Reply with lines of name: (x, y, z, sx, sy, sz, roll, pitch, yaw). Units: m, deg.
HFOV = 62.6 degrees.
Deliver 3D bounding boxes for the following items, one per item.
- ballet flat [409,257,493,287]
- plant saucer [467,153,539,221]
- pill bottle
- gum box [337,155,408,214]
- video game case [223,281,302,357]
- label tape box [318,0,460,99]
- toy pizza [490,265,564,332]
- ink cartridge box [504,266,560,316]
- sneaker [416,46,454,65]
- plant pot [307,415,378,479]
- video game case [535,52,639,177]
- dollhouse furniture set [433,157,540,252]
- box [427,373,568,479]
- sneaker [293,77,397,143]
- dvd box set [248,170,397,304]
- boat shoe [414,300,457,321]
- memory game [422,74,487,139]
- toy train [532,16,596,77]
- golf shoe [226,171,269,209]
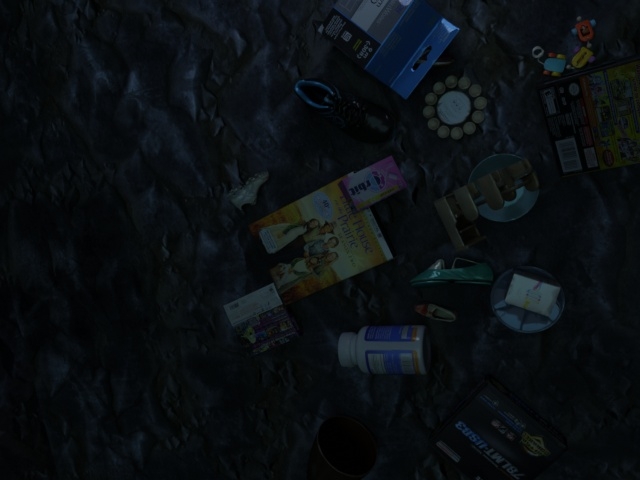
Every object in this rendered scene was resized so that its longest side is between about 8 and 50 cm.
ballet flat: (0.395, 0.097, 1.595, 0.248, 0.083, 0.087, -4, 73, 21)
plant saucer: (0.526, -0.152, 1.519, 0.195, 0.037, 0.194, 3, 99, 20)
pill bottle: (0.200, 0.344, 1.658, 0.272, 0.152, 0.152, -4, 97, 22)
gum box: (0.162, -0.170, 1.598, 0.188, 0.062, 0.107, -28, 89, -13)
video game case: (-0.206, 0.280, 1.860, 0.232, 0.042, 0.210, -26, 88, 22)
label tape box: (0.185, -0.602, 1.498, 0.333, 0.106, 0.240, 48, 112, 26)
toy pizza: (0.604, 0.171, 1.542, 0.201, 0.032, 0.201, 4, 101, 20)
ink cartridge box: (0.599, 0.145, 1.472, 0.143, 0.092, 0.089, 18, 104, 16)
sneaker: (0.298, -0.553, 1.527, 0.186, 0.069, 0.083, 12, 107, 18)
plant pot: (0.046, 0.748, 1.765, 0.215, 0.215, 0.230, 34, 122, 13)
video game case: (0.711, -0.307, 1.342, 0.248, 0.035, 0.274, -9, 120, 36)
dollhouse furniture set: (0.456, -0.087, 1.429, 0.242, 0.212, 0.160, -28, 86, 49)
box: (0.536, 0.614, 1.617, 0.295, 0.073, 0.293, 40, 109, 11)
sneaker: (0.068, -0.391, 1.602, 0.341, 0.140, 0.125, 28, 105, 13)
dvd box set: (0.000, 0.000, 1.729, 0.421, 0.062, 0.307, -25, 89, 22)
boat shoe: (0.356, 0.224, 1.639, 0.137, 0.043, 0.049, 12, 104, 20)
memory game: (0.394, -0.389, 1.547, 0.186, 0.012, 0.186, 3, 100, 20)
toy train: (0.662, -0.510, 1.411, 0.166, 0.046, 0.125, -26, 87, 19)
golf shoe: (-0.232, -0.169, 1.801, 0.176, 0.069, 0.086, -29, 108, 25)
